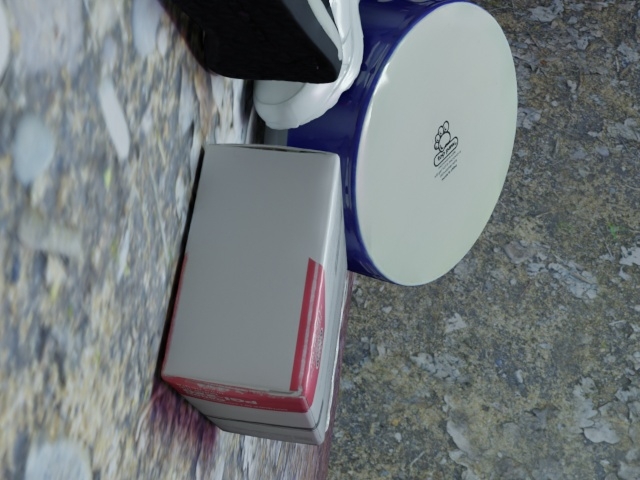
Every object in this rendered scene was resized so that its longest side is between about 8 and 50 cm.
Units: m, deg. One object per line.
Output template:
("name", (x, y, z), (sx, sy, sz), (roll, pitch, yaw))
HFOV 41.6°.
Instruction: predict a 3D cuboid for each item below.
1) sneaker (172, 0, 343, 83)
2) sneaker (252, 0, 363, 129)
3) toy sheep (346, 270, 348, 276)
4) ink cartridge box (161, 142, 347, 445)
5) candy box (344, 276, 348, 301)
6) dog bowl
("sneaker", (-0.028, -0.154, 0.458), (0.235, 0.084, 0.097), (58, 38, -81))
("sneaker", (-0.016, -0.202, 0.649), (0.115, 0.090, 0.232), (34, 68, -54))
("toy sheep", (-0.007, 0.011, 0.880), (0.091, 0.091, 0.132), (-69, 173, -70))
("ink cartridge box", (-0.034, 0.050, 0.599), (0.218, 0.092, 0.159), (77, 20, -69))
("candy box", (0.000, 0.000, 1.009), (0.165, 0.070, 0.196), (-68, 163, -73))
("dog bowl", (0.074, -0.095, 0.787), (0.265, 0.104, 0.265), (-24, 122, -44))
